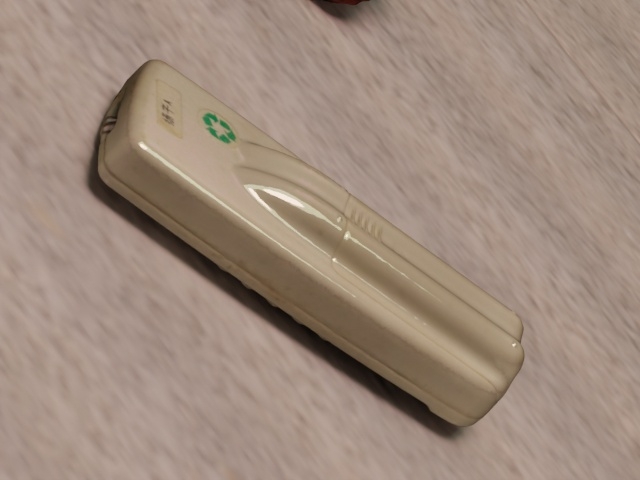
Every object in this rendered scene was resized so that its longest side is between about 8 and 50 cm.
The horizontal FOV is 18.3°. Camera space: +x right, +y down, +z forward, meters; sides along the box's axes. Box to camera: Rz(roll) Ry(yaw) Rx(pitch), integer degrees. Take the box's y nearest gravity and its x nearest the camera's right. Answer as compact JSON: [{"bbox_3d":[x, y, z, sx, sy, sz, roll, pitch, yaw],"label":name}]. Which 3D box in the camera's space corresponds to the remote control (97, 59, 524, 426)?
[{"bbox_3d":[-0.001,0.001,0.938,0.230,0.049,0.090,35,30,-18],"label":"remote control"}]

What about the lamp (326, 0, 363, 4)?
[{"bbox_3d":[-0.023,-0.242,1.099,0.215,0.151,0.223,57,29,9],"label":"lamp"}]
